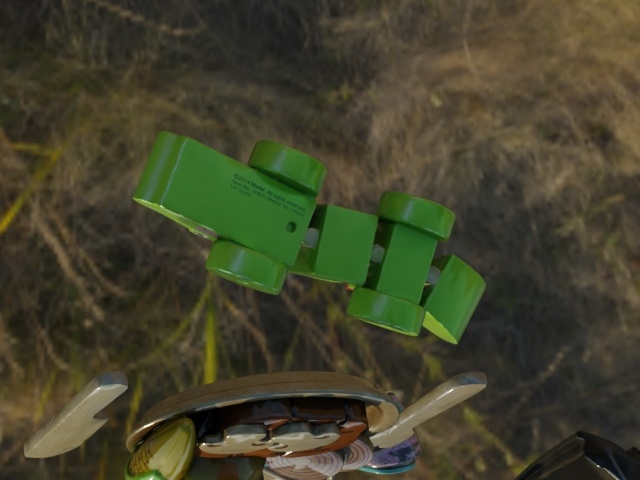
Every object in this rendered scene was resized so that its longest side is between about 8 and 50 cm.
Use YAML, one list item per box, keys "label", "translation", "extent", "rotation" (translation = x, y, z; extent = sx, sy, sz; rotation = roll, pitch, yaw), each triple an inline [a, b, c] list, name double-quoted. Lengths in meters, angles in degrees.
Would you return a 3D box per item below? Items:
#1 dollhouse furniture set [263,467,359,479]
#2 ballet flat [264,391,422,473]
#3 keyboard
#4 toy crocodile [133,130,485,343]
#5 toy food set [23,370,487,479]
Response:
- label: "dollhouse furniture set"
  translation: [0.028, 0.304, 1.551]
  extent: [0.303, 0.286, 0.198]
  rotation: [20, 136, 25]
- label: "ballet flat"
  translation: [-0.004, 0.152, 1.288]
  extent: [0.077, 0.079, 0.221]
  rotation: [-8, 179, -41]
- label: "keyboard"
  translation: [0.199, 0.187, 0.865]
  extent: [0.033, 0.201, 0.317]
  rotation: [-46, 171, -10]
- label: "toy crocodile"
  translation: [0.000, 0.000, 1.296]
  extent: [0.340, 0.115, 0.105]
  rotation: [20, 172, -27]
- label: "toy food set"
  translation: [-0.026, 0.094, 0.698]
  extent: [0.192, 0.039, 0.132]
  rotation: [2, 157, -25]
